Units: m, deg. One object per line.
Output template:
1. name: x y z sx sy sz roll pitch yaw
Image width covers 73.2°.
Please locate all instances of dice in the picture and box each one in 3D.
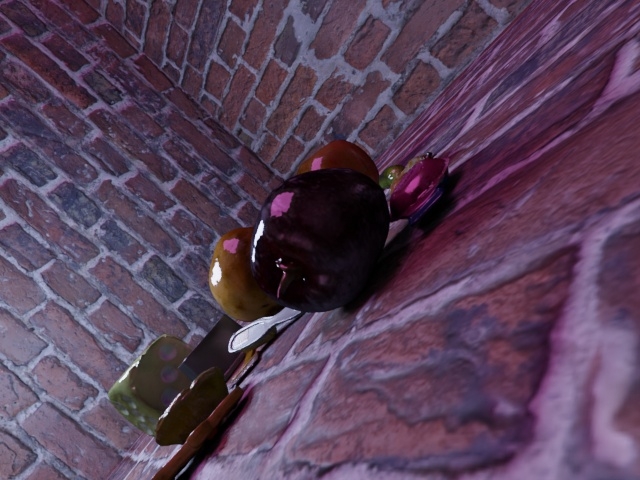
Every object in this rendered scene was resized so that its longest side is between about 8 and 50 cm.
1. dice: -0.535 0.493 1.471 0.254 0.249 0.252 -43 7 43

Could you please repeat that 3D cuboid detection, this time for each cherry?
1. cherry: 0.000 0.000 0.744 0.296 0.218 0.255 -39 -32 -43

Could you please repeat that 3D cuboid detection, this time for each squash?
1. squash: 0.209 -0.182 1.250 0.066 0.066 0.229 -48 3 2

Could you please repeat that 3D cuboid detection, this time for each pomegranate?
1. pomegranate: -0.190 0.093 1.287 0.307 0.307 0.307 -48 5 5

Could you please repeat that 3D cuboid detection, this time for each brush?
1. brush: -0.198 0.325 1.177 0.103 0.013 0.272 -48 4 -3
2. brush: -0.123 0.226 1.105 0.296 0.060 0.068 -33 38 30

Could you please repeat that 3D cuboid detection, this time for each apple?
1. apple: 0.058 -0.213 1.581 0.319 0.277 0.319 -46 5 6

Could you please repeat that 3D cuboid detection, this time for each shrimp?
1. shrimp: 0.220 -0.156 1.024 0.115 0.051 0.217 -56 6 -7

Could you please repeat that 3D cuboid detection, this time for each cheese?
1. cheese: 0.175 -0.081 0.753 0.155 0.062 0.244 -49 7 17

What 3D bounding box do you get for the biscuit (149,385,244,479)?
1. biscuit: -0.232 0.385 0.829 0.240 0.035 0.158 -47 -7 -15

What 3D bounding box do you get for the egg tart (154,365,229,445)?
1. egg tart: -0.267 0.367 0.931 0.197 0.078 0.197 -49 -13 -15

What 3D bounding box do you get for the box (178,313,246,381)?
1. box: -0.322 0.354 1.344 0.243 0.135 0.163 -52 6 -34
